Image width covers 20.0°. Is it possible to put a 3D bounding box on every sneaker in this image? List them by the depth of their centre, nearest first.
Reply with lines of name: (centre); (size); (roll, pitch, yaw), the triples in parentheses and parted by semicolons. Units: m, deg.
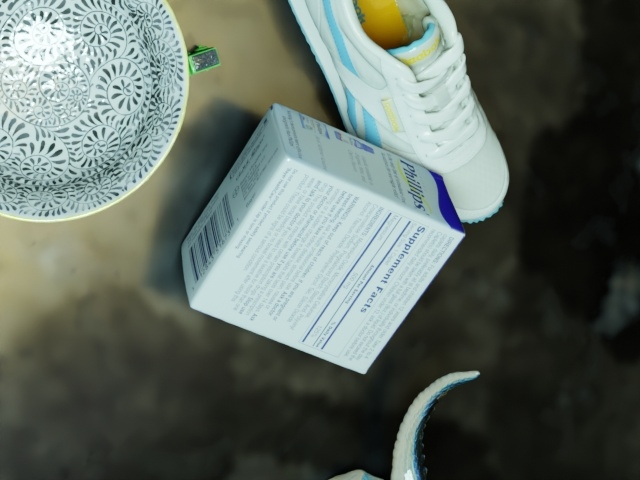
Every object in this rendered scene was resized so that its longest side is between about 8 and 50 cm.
sneaker: (0.059, -0.104, 1.198); (0.087, 0.092, 0.229); (-40, 111, -15)

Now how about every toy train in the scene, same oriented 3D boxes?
toy train: (-0.103, -0.107, 1.166); (0.083, 0.023, 0.017); (-22, 105, -19)

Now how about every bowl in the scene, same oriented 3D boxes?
bowl: (-0.166, -0.098, 1.101); (0.170, 0.080, 0.170); (0, 94, -6)

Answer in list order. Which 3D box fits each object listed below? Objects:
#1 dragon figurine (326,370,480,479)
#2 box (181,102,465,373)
dragon figurine: (0.061, 0.231, 1.246); (0.144, 0.085, 0.289); (29, 86, -23)
box: (0.000, 0.000, 1.172); (0.137, 0.072, 0.126); (23, 117, -23)
